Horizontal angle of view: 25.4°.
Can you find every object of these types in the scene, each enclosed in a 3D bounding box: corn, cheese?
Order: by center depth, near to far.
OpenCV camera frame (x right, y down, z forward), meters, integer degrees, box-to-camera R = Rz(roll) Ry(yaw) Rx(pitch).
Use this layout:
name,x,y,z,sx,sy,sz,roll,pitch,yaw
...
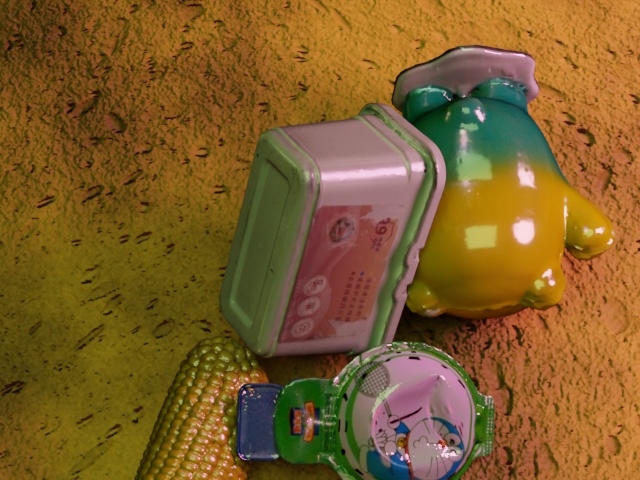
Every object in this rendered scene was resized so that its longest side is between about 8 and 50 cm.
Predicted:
name,x,y,z,sx,sy,sz,roll,pitch,yaw
cheese,0.057,0.223,1.724,0.321,0.083,0.203,2,91,-12
corn,-0.161,0.308,1.726,0.144,0.144,0.387,15,66,13

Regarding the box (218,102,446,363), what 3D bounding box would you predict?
name,x,y,z,sx,sy,sz,roll,pitch,yaw
box,0.000,0.000,1.712,0.183,0.311,0.175,-5,34,-33

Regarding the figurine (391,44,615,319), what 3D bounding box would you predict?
name,x,y,z,sx,sy,sz,roll,pitch,yaw
figurine,0.196,-0.060,1.791,0.324,0.231,0.340,-7,61,6
